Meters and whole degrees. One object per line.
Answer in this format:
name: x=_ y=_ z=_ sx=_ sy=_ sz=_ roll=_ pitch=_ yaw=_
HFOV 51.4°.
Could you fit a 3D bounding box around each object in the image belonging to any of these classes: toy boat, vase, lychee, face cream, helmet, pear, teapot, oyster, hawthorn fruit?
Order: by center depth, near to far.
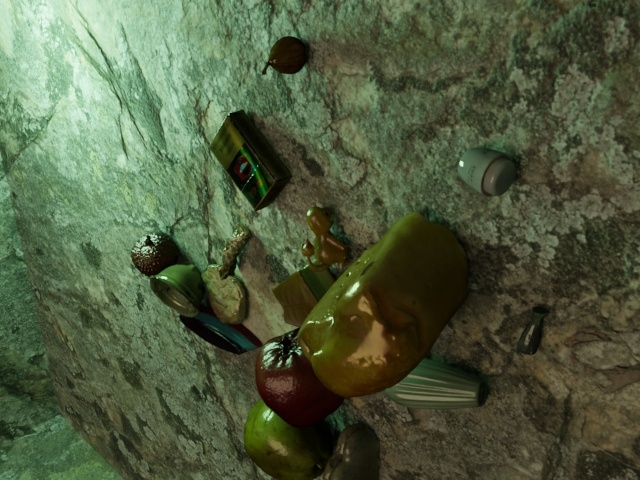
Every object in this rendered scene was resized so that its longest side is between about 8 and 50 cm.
face cream: x=0.329 y=-0.138 z=1.317 sx=0.095 sy=0.091 sz=0.091 roll=34 pitch=133 yaw=39
teapot: x=0.452 y=0.188 z=1.408 sx=0.043 sy=0.043 sz=0.111 roll=30 pitch=126 yaw=33
vase: x=0.281 y=0.354 z=1.619 sx=0.248 sy=0.128 sz=0.128 roll=1 pitch=112 yaw=36
hawthorn fruit: x=-0.047 y=0.401 z=1.895 sx=0.265 sy=0.265 sz=0.307 roll=17 pitch=143 yaw=40
pear: x=-0.101 y=0.601 z=2.038 sx=0.321 sy=0.269 sz=0.269 roll=27 pitch=129 yaw=43
oyster: x=-0.268 y=0.047 z=2.059 sx=0.061 sy=0.106 sz=0.200 roll=29 pitch=141 yaw=16
helmet: x=-0.465 y=0.146 z=2.261 sx=0.204 sy=0.137 sz=0.257 roll=37 pitch=155 yaw=-4
toy boat: x=-0.356 y=0.315 z=2.308 sx=0.392 sy=0.079 sz=0.136 roll=18 pitch=124 yaw=43
lychee: x=-0.581 y=0.043 z=2.318 sx=0.165 sy=0.165 sz=0.197 roll=28 pitch=156 yaw=34

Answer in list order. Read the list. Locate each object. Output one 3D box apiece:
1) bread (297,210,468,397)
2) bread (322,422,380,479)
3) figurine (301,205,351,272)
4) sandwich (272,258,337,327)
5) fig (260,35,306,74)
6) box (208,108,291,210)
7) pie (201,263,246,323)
bread: x=0.141 y=0.172 z=1.482 sx=0.250 sy=0.394 sz=0.361 roll=43 pitch=135 yaw=-1
bread: x=0.085 y=0.714 z=1.978 sx=0.102 sy=0.183 sz=0.337 roll=20 pitch=122 yaw=42
figurine: x=-0.003 y=0.000 z=1.717 sx=0.121 sy=0.122 sz=0.176 roll=2 pitch=113 yaw=49
sandwich: x=-0.015 y=0.186 z=1.846 sx=0.220 sy=0.108 sz=0.186 roll=55 pitch=140 yaw=5
fig: x=-0.094 y=-0.432 z=1.573 sx=0.089 sy=0.125 sz=0.089 roll=29 pitch=135 yaw=34
box: x=-0.197 y=-0.222 z=1.840 sx=0.240 sy=0.071 sz=0.159 roll=53 pitch=137 yaw=10
pie: x=-0.313 y=0.176 z=2.193 sx=0.185 sy=0.052 sz=0.218 roll=-22 pitch=90 yaw=51
